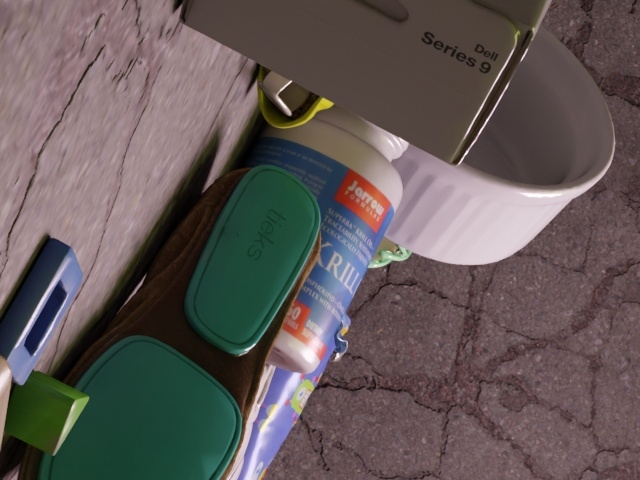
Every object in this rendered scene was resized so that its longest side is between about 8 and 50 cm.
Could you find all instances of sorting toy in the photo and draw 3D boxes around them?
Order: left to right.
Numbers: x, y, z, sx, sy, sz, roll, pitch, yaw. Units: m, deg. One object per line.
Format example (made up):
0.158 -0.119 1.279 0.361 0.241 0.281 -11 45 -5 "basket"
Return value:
-0.178 0.162 0.646 0.347 0.047 0.196 -61 176 -30 "sorting toy"

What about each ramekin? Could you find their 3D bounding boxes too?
0.127 -0.108 1.412 0.135 0.277 0.277 -58 -179 41 "ramekin"

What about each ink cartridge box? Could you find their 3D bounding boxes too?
0.046 -0.156 0.741 0.093 0.154 0.212 -65 178 40 "ink cartridge box"

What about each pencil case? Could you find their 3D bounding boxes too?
-0.080 0.189 1.654 0.306 0.119 0.133 -63 152 -11 "pencil case"

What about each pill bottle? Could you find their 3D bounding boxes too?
-0.012 -0.019 1.147 0.221 0.124 0.124 -63 176 -13 "pill bottle"

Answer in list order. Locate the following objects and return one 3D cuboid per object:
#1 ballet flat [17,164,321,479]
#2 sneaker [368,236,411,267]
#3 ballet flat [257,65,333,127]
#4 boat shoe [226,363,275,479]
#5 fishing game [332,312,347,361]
-0.102 0.086 0.924 0.124 0.116 0.342 -41 -162 43 "ballet flat"
0.071 -0.014 1.904 0.158 0.182 0.410 -60 175 -50 "sneaker"
-0.005 -0.128 0.928 0.077 0.077 0.231 -45 173 -16 "ballet flat"
-0.087 0.123 1.328 0.088 0.096 0.267 102 13 -59 "boat shoe"
-0.016 0.026 1.414 0.041 0.189 0.264 -19 173 -5 "fishing game"
